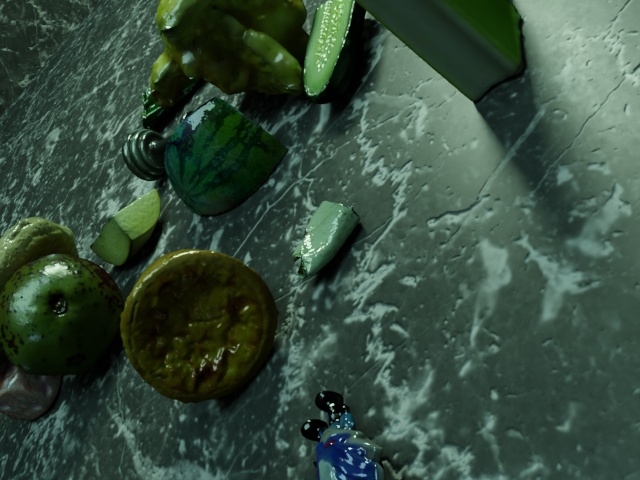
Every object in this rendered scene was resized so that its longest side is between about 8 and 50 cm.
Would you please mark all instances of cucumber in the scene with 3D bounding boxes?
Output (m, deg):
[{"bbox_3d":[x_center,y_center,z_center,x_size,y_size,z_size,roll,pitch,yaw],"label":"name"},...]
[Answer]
[{"bbox_3d":[0.027,-0.311,1.308,0.115,0.063,0.244,-25,41,44],"label":"cucumber"}]

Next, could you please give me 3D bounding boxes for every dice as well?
[{"bbox_3d":[-0.531,0.261,1.433,0.094,0.091,0.093,-35,36,27],"label":"dice"}]

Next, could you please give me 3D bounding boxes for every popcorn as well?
[{"bbox_3d":[-0.164,-0.384,1.395,0.321,0.325,0.290,0,87,34],"label":"popcorn"}]

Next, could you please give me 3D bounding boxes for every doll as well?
[{"bbox_3d":[0.028,0.224,0.791,0.195,0.070,0.096,-127,54,-64],"label":"doll"}]

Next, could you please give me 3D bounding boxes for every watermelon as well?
[{"bbox_3d":[-0.188,-0.138,1.335,0.231,0.146,0.128,-38,35,17],"label":"watermelon"}]

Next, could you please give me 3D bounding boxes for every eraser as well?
[{"bbox_3d":[0.132,-0.332,1.011,0.092,0.274,0.210,-38,32,37],"label":"eraser"}]

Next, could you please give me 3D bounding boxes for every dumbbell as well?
[{"bbox_3d":[-0.288,-0.199,1.571,0.254,0.110,0.110,-20,44,31],"label":"dumbbell"}]

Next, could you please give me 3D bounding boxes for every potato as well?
[{"bbox_3d":[-0.357,-0.015,1.527,0.120,0.081,0.149,-39,0,-41],"label":"potato"}]

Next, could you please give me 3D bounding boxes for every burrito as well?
[{"bbox_3d":[0.002,0.000,1.057,0.074,0.044,0.118,12,66,52],"label":"burrito"}]

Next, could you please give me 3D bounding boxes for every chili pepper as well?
[{"bbox_3d":[-0.336,-0.326,1.789,0.216,0.062,0.108,-36,42,23],"label":"chili pepper"}]

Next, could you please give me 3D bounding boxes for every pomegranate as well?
[{"bbox_3d":[-0.450,0.131,1.383,0.214,0.214,0.248,-62,9,-14],"label":"pomegranate"}]

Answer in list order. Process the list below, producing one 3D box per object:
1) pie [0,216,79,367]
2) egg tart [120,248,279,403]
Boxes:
[{"bbox_3d":[-0.558,0.109,1.465,0.338,0.075,0.337,-62,-10,-19],"label":"pie"},{"bbox_3d":[-0.165,0.096,1.062,0.203,0.202,0.147,-51,19,2],"label":"egg tart"}]
